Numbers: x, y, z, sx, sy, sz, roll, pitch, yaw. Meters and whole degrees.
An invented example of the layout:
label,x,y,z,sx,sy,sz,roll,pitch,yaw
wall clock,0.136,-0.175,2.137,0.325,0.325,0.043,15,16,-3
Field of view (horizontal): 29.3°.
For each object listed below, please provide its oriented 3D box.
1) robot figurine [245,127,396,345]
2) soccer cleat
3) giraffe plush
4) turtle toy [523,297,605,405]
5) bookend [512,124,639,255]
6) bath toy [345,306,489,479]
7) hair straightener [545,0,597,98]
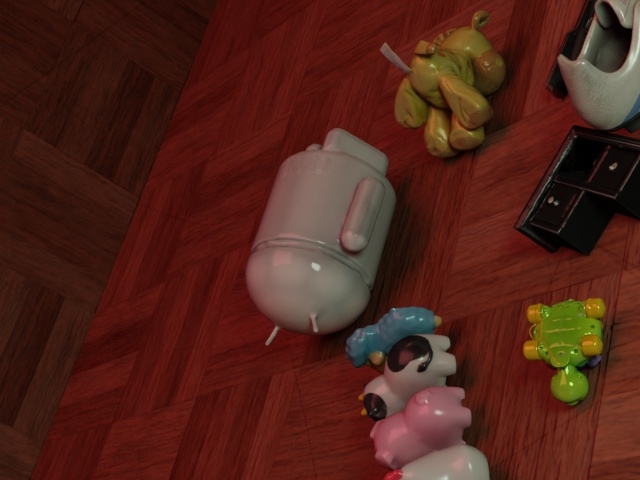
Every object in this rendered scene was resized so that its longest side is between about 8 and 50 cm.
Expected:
label,x,y,z,sx,sy,sz,roll,pitch,yaw
robot figurine,0.000,0.000,1.922,0.300,0.199,0.354,-36,32,56
soccer cleat,0.418,-0.281,1.499,0.331,0.143,0.116,-50,31,-15
giraffe plush,0.213,-0.258,1.902,0.170,0.210,0.181,-39,10,-33
turtle toy,0.290,0.127,1.425,0.095,0.066,0.130,-7,54,29
bookend,0.343,-0.051,1.521,0.157,0.072,0.156,-59,26,0
bath toy,0.115,0.231,1.555,0.348,0.129,0.151,-104,17,-57
hair straightener,0.400,-0.307,1.744,0.089,0.047,0.230,-1,57,60
